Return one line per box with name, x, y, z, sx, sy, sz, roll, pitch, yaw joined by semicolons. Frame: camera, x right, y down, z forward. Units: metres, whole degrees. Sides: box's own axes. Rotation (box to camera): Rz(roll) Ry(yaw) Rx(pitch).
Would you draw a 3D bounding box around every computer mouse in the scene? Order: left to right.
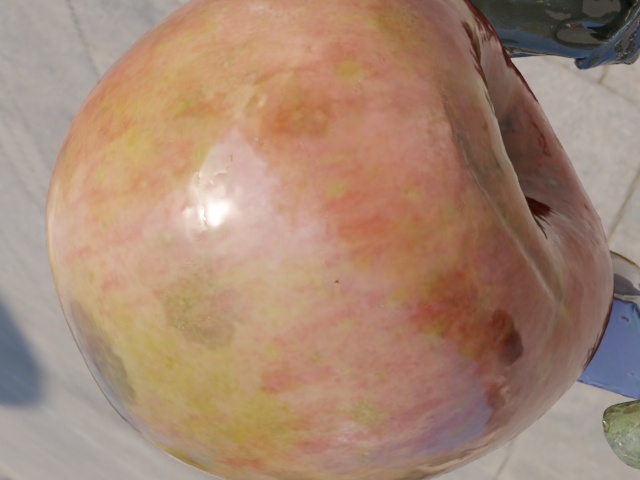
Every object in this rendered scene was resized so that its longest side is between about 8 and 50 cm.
computer mouse;0.188;0.057;1.034;0.245;0.056;0.126;12;123;47

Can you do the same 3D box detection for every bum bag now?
bum bag;0.164;-0.214;1.097;0.326;0.142;0.079;4;-163;-8

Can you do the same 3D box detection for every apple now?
apple;0.000;0.000;0.851;0.364;0.364;0.364;31;163;11

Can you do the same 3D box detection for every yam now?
yam;0.202;0.104;0.695;0.043;0.043;0.094;42;142;-23
